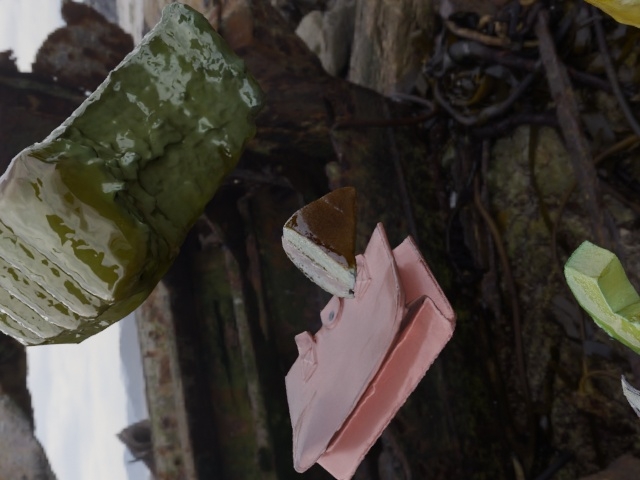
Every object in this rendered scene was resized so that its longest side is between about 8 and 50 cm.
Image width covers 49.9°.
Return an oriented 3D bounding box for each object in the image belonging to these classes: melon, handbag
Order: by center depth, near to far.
[{"bbox_3d":[0.033,0.105,0.653,0.212,0.059,0.157,-60,23,24],"label":"handbag"},{"bbox_3d":[0.421,0.096,0.924,0.209,0.064,0.118,42,158,50],"label":"melon"}]

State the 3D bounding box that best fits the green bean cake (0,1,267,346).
[{"bbox_3d":[-0.161,-0.043,0.540,0.233,0.124,0.236,-30,26,44],"label":"green bean cake"}]

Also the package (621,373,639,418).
[{"bbox_3d":[0.478,0.277,0.889,0.040,0.232,0.166,-47,13,19],"label":"package"}]

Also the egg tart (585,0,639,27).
[{"bbox_3d":[0.222,-0.268,0.354,0.128,0.319,0.318,-86,6,-46],"label":"egg tart"}]

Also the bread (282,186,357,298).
[{"bbox_3d":[0.000,0.000,0.550,0.109,0.062,0.043,-91,4,-48],"label":"bread"}]
